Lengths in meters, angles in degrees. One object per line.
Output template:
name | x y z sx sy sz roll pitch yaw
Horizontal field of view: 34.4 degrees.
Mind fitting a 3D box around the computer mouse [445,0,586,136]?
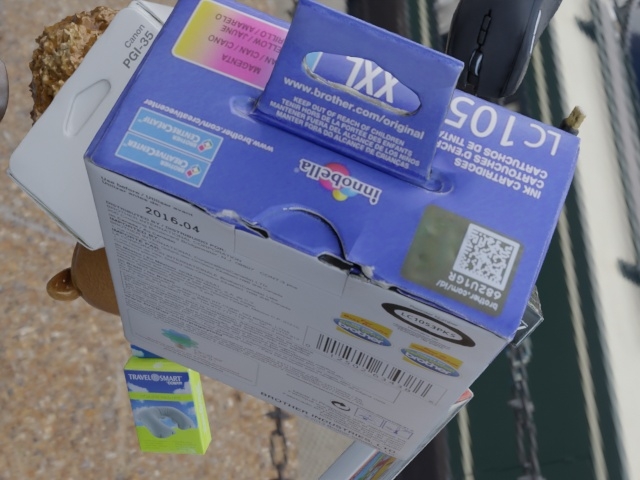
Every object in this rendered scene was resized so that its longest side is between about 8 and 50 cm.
computer mouse | 0.201 -0.186 1.062 0.184 0.262 0.060 38 27 23

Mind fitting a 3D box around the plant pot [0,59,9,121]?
plant pot | -0.432 -0.159 1.090 0.165 0.167 0.167 -28 95 -57

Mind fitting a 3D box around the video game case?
video game case | 0.066 0.248 1.175 0.025 0.204 0.285 46 13 18

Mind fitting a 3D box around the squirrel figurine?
squirrel figurine | -0.254 -0.094 1.331 0.397 0.281 0.371 51 37 -32

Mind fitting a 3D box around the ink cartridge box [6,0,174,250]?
ink cartridge box | -0.149 -0.113 1.027 0.117 0.207 0.283 43 15 5

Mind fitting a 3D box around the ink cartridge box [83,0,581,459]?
ink cartridge box | 0.000 0.000 0.715 0.269 0.395 0.151 23 68 4

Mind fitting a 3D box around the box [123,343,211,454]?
box | -0.235 0.245 1.589 0.042 0.109 0.178 -67 154 -60

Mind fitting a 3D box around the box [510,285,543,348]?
box | 0.135 0.010 1.018 0.190 0.045 0.184 43 14 2
